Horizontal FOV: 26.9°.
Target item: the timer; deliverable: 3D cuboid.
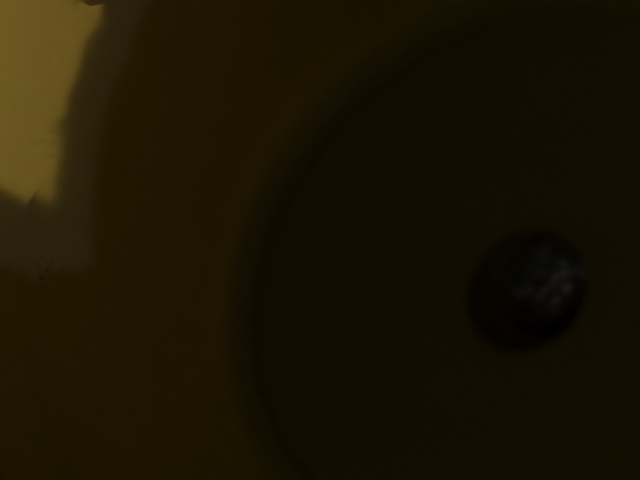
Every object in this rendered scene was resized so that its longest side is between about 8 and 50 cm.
[{"bbox_3d":[0.004,-0.051,0.509,0.387,0.376,0.376,-130,50,-61],"label":"timer"}]
